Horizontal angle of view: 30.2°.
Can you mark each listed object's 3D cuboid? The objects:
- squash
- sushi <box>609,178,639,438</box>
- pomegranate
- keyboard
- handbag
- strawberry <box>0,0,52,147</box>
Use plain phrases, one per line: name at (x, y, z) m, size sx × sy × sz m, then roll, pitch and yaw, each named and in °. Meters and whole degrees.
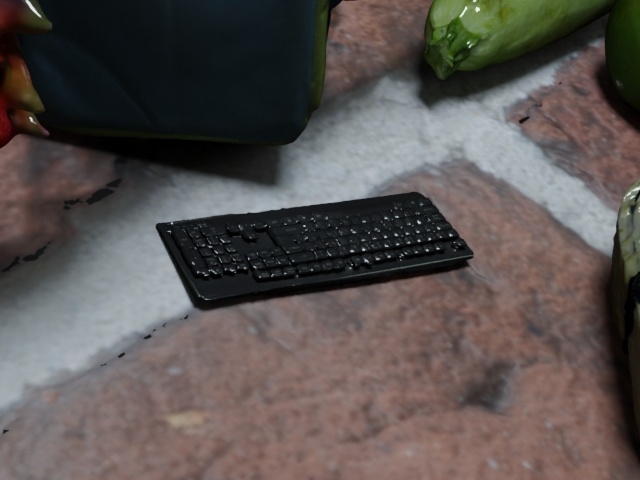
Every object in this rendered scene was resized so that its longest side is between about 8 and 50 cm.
squash at (0.181, -0.219, 0.981) m, size 0.118 × 0.118 × 0.370 m, roll 38°, pitch 47°, yaw 19°
sushi at (0.221, 0.057, 0.708) m, size 0.109 × 0.134 × 0.273 m, roll 13°, pitch 54°, yaw 10°
pomegranate at (0.313, -0.134, 0.933) m, size 0.152 × 0.131 × 0.191 m, roll 1°, pitch 52°, yaw -27°
keyboard at (0.001, -0.001, 0.737) m, size 0.196 × 0.015 × 0.074 m, roll -7°, pitch 48°, yaw -30°
handbag at (-0.087, -0.219, 0.750) m, size 0.222 × 0.263 × 0.241 m, roll -1°, pitch 40°, yaw 1°
strawberry at (-0.295, -0.050, 0.591) m, size 0.306 × 0.138 × 0.233 m, roll -22°, pitch 29°, yaw -24°
